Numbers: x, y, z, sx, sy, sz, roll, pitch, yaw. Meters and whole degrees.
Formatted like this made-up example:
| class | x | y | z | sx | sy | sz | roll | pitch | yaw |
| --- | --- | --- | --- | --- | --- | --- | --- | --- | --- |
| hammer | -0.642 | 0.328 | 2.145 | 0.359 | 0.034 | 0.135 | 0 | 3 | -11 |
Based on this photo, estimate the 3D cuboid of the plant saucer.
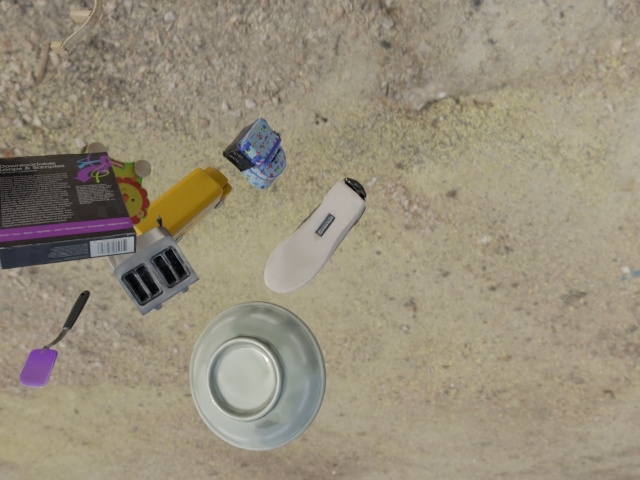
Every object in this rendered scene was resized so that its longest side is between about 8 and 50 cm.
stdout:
| class | x | y | z | sx | sy | sz | roll | pitch | yaw |
| --- | --- | --- | --- | --- | --- | --- | --- | --- | --- |
| plant saucer | -0.187 | 0.363 | 1.434 | 0.400 | 0.400 | 0.100 | -14 | 171 | 14 |

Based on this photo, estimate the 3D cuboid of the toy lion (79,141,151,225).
| class | x | y | z | sx | sy | sz | roll | pitch | yaw |
| --- | --- | --- | --- | --- | --- | --- | --- | --- | --- |
| toy lion | -0.267 | -0.066 | 0.697 | 0.034 | 0.096 | 0.100 | -1 | 164 | 46 |

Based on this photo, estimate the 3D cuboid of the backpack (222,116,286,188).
| class | x | y | z | sx | sy | sz | roll | pitch | yaw |
| --- | --- | --- | --- | --- | --- | --- | --- | --- | --- |
| backpack | -0.170 | -0.244 | 1.558 | 0.117 | 0.158 | 0.173 | -17 | 122 | 44 |

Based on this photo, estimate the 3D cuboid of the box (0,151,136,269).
| class | x | y | z | sx | sy | sz | roll | pitch | yaw |
| --- | --- | --- | --- | --- | --- | --- | --- | --- | --- |
| box | -0.260 | -0.038 | 0.539 | 0.116 | 0.162 | 0.029 | -8 | 131 | -27 |

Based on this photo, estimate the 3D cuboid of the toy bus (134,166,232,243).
| class | x | y | z | sx | sy | sz | roll | pitch | yaw |
| --- | --- | --- | --- | --- | --- | --- | --- | --- | --- |
| toy bus | -0.381 | -0.092 | 1.492 | 0.108 | 0.332 | 0.130 | 42 | 146 | 0 |

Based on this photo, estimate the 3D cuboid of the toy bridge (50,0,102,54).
| class | x | y | z | sx | sy | sz | roll | pitch | yaw |
| --- | --- | --- | --- | --- | --- | --- | --- | --- | --- |
| toy bridge | -0.505 | -0.479 | 1.153 | 0.063 | 0.188 | 0.026 | 13 | 160 | 24 |

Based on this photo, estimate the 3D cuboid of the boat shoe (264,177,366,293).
| class | x | y | z | sx | sy | sz | roll | pitch | yaw |
| --- | --- | --- | --- | --- | --- | --- | --- | --- | --- |
| boat shoe | 0.000 | 0.000 | 1.383 | 0.340 | 0.127 | 0.158 | -47 | 169 | 2 |

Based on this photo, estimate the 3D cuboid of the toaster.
| class | x | y | z | sx | sy | sz | roll | pitch | yaw |
| --- | --- | --- | --- | --- | --- | --- | --- | --- | --- |
| toaster | -0.408 | 0.066 | 1.311 | 0.168 | 0.110 | 0.185 | -34 | 118 | -17 |

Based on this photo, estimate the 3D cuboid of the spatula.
| class | x | y | z | sx | sy | sz | roll | pitch | yaw |
| --- | --- | --- | --- | --- | --- | --- | --- | --- | --- |
| spatula | -0.666 | 0.239 | 1.375 | 0.084 | 0.296 | 0.030 | -1 | 131 | 13 |
